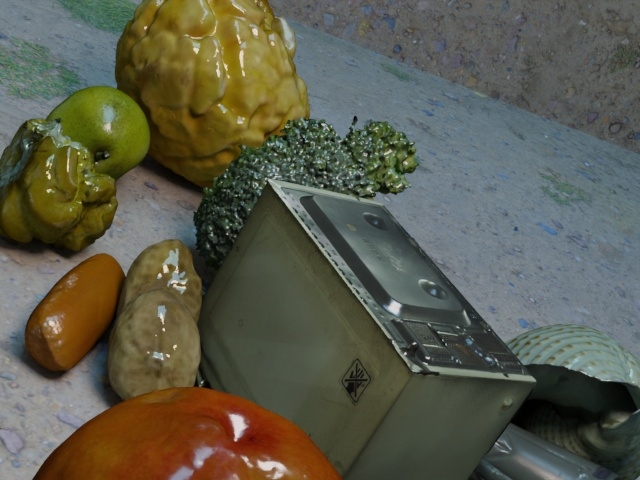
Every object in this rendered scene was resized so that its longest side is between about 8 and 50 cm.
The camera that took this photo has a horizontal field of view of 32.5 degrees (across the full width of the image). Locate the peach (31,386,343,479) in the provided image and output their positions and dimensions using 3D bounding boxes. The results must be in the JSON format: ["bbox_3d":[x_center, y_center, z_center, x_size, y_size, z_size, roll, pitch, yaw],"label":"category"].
[{"bbox_3d":[-0.123,0.297,1.034,0.343,0.301,0.342,15,27,-7],"label":"peach"}]

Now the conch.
[{"bbox_3d":[0.384,0.234,1.661,0.303,0.319,0.215,26,49,-1],"label":"conch"}]

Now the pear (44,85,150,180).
[{"bbox_3d":[-0.370,-0.159,1.811,0.180,0.166,0.216,-23,31,-1],"label":"pear"}]

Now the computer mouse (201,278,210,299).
[{"bbox_3d":[-0.209,0.092,1.645,0.099,0.057,0.172,35,15,18],"label":"computer mouse"}]

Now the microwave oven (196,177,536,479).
[{"bbox_3d":[0.039,0.162,1.451,0.247,0.333,0.394,12,29,-39],"label":"microwave oven"}]

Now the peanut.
[{"bbox_3d":[-0.216,0.109,1.472,0.122,0.137,0.253,13,42,-11],"label":"peanut"}]

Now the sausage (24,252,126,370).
[{"bbox_3d":[-0.326,0.091,1.484,0.098,0.098,0.238,28,27,0],"label":"sausage"}]

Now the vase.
[{"bbox_3d":[0.270,0.331,1.569,0.301,0.156,0.251,31,3,21],"label":"vase"}]

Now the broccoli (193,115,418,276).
[{"bbox_3d":[-0.036,-0.006,1.808,0.353,0.397,0.274,8,64,4],"label":"broccoli"}]

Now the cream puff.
[{"bbox_3d":[-0.394,-0.066,1.642,0.195,0.194,0.221,15,16,-25],"label":"cream puff"}]

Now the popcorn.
[{"bbox_3d":[-0.207,-0.277,1.977,0.354,0.344,0.390,-15,92,-69],"label":"popcorn"}]
